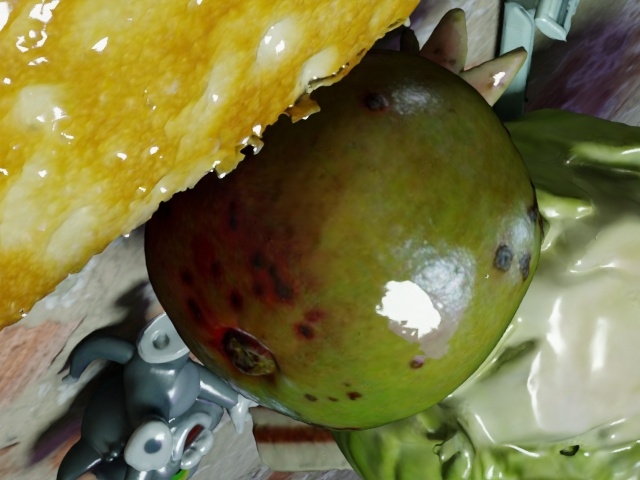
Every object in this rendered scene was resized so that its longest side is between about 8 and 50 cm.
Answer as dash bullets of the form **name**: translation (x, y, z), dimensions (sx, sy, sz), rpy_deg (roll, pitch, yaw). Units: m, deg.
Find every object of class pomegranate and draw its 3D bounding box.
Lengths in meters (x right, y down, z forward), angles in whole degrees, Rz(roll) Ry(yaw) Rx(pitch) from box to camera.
- **pomegranate**: translation (0.034, -0.010, 1.019), dimensions (0.323, 0.291, 0.291), rpy_deg (-29, 161, -51)

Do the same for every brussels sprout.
- **brussels sprout**: translation (0.187, 0.056, 1.336), dimensions (0.425, 0.361, 0.342), rpy_deg (-26, 114, -14)

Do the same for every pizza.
- **pizza**: translation (-0.092, -0.125, 0.731), dimensions (0.406, 0.130, 0.440), rpy_deg (-15, 140, -50)

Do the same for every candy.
- **candy**: translation (0.078, 0.165, 1.599), dimensions (0.179, 0.135, 0.321), rpy_deg (-12, -177, 39)

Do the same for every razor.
- **razor**: translation (0.177, -0.174, 1.235), dimensions (0.278, 0.056, 0.111), rpy_deg (100, 8, -71)

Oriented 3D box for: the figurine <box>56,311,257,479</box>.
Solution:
- **figurine**: translation (-0.159, 0.156, 1.245), dimensions (0.193, 0.140, 0.265), rpy_deg (-55, 156, -26)
